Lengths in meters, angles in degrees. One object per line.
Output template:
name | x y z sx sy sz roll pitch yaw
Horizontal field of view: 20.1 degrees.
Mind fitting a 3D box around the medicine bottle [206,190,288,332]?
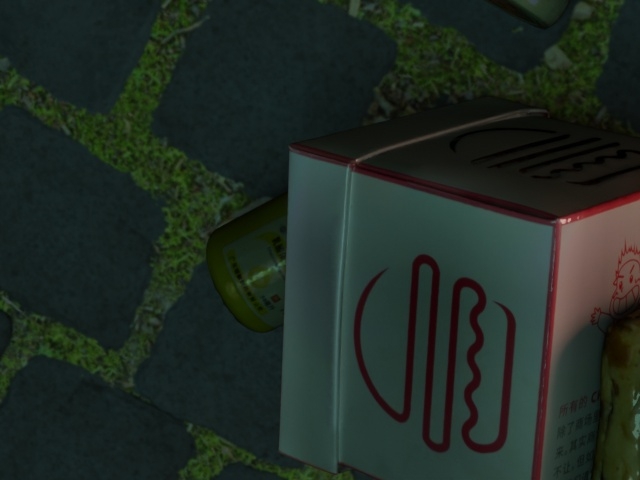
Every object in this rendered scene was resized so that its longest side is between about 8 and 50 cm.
medicine bottle | 0.000 0.000 1.843 0.212 0.122 0.122 -27 99 19

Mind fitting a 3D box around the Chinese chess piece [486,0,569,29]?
Chinese chess piece | 0.180 -0.248 1.723 0.122 0.122 0.051 29 92 3

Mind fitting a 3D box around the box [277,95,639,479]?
box | 0.171 0.059 1.670 0.300 0.314 0.312 18 113 39

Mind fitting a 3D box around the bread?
bread | 0.333 0.145 1.574 0.099 0.235 0.210 19 115 39
